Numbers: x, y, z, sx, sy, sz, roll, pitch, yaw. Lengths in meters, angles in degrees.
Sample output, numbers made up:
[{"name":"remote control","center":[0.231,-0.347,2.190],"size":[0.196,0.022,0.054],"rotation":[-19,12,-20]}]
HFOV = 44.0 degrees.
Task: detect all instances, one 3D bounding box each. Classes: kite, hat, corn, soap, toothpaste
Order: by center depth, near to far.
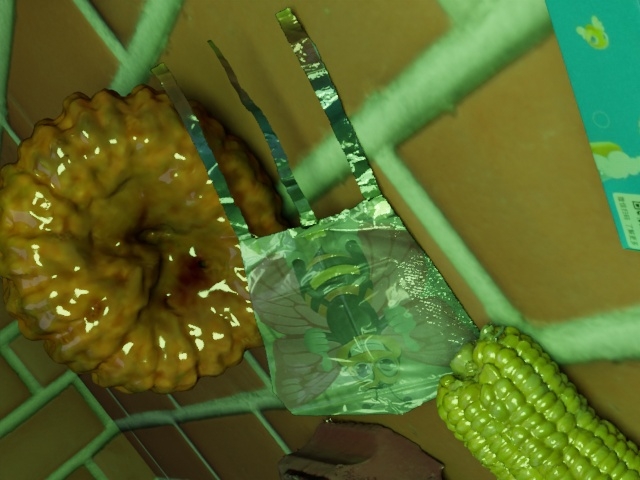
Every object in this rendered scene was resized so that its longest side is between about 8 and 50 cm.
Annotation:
[{"name":"toothpaste","center":[0.136,-0.117,0.347],"size":[0.050,0.065,0.267],"rotation":[12,134,56]},{"name":"corn","center":[0.208,0.183,0.574],"size":[0.291,0.101,0.101],"rotation":[42,152,12]},{"name":"kite","center":[0.001,-0.002,0.652],"size":[0.204,0.022,0.360],"rotation":[-16,111,19]},{"name":"hat","center":[-0.219,0.000,0.828],"size":[0.400,0.285,0.285],"rotation":[1,125,61]},{"name":"soap","center":[0.055,0.313,0.943],"size":[0.182,0.112,0.289],"rotation":[57,152,-10]}]
